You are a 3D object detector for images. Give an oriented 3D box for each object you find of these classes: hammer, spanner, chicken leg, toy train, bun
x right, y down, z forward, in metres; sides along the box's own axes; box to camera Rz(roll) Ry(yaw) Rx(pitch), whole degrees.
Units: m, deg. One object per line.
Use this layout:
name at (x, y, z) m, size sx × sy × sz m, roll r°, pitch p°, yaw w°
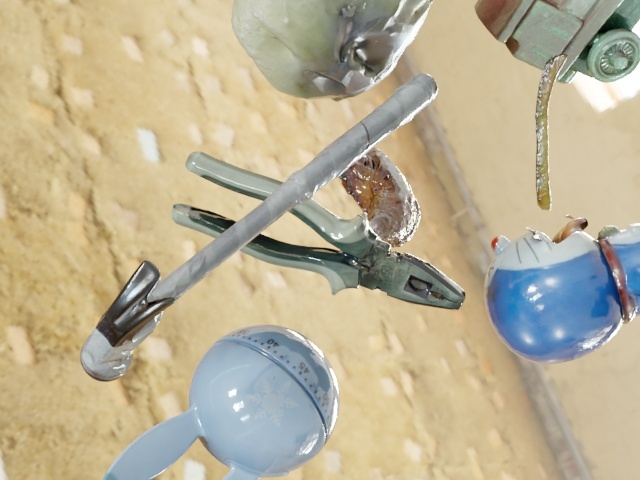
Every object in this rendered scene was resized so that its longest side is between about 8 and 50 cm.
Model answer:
hammer at (-0.041, -0.030, 1.000) m, size 0.044 × 0.152 × 0.427 m, roll 47°, pitch -121°, yaw 4°
spanner at (0.000, 0.000, 1.180) m, size 0.324 × 0.096 × 0.040 m, roll 23°, pitch -155°, yaw 4°
chicken leg at (0.089, -0.059, 1.822) m, size 0.158 × 0.096 × 0.407 m, roll 28°, pitch -155°, yaw -9°
toy train at (0.372, -0.355, 1.520) m, size 0.221 × 0.304 × 0.150 m, roll 19°, pitch -148°, yaw -29°
bun at (0.028, -0.271, 1.341) m, size 0.273 × 0.273 × 0.168 m, roll 4°, pitch -128°, yaw -57°

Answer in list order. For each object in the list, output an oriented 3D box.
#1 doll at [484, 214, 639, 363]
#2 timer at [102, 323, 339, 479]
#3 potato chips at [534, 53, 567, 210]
doll at (0.308, 0.041, 1.247) m, size 0.215 × 0.256 × 0.161 m, roll -107°, pitch -1°, yaw -83°
timer at (-0.093, 0.200, 1.161) m, size 0.175 × 0.255 × 0.175 m, roll 44°, pitch 169°, yaw 11°
potato chips at (0.292, -0.139, 1.452) m, size 0.026 × 0.037 × 0.204 m, roll -31°, pitch -54°, yaw -70°
